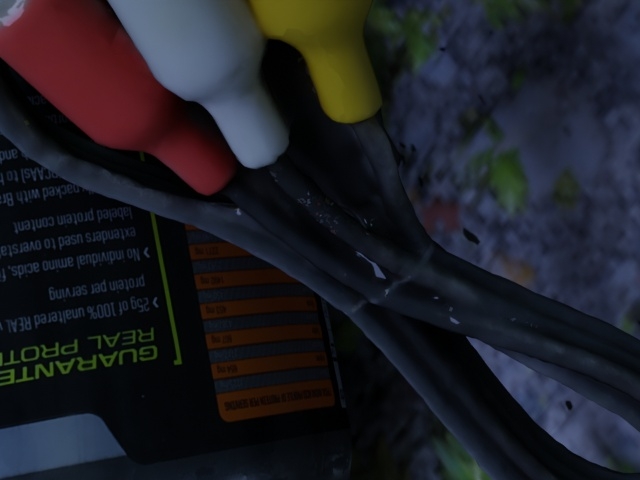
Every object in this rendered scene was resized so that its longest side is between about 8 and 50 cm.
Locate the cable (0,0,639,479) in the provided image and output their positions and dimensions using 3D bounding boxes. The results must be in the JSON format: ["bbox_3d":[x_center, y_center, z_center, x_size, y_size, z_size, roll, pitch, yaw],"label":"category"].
[{"bbox_3d":[0.000,0.000,0.510,0.139,0.072,0.287,-27,108,25],"label":"cable"}]

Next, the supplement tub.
[{"bbox_3d":[-0.106,0.000,0.637,0.207,0.207,0.338,-17,81,45],"label":"supplement tub"}]
